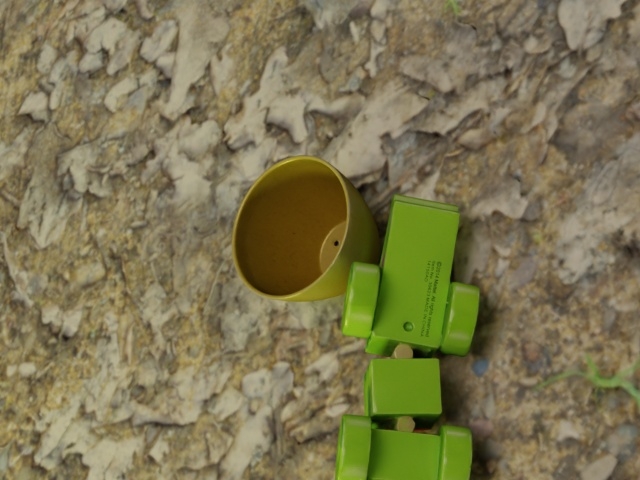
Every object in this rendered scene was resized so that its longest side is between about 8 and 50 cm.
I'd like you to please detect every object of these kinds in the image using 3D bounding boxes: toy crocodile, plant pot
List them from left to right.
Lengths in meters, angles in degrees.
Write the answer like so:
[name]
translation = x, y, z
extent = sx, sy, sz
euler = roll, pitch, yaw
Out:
[plant pot]
translation = 0.000, 0.000, 1.635
extent = 0.134, 0.095, 0.134
euler = -14, 66, 34
[toy crocodile]
translation = 0.071, 0.124, 1.550
extent = 0.115, 0.105, 0.341
euler = 6, 72, -4
